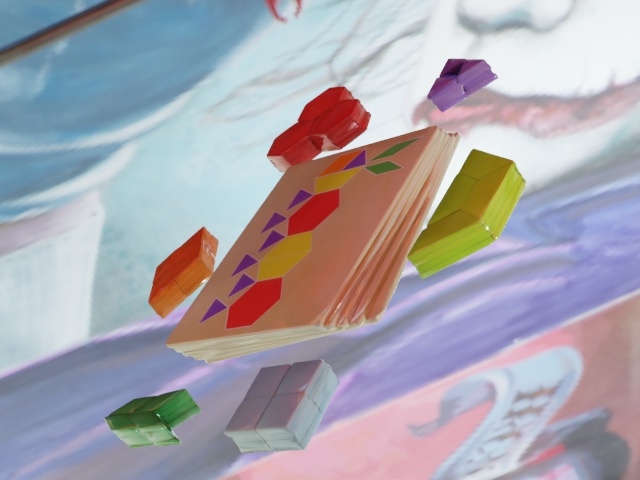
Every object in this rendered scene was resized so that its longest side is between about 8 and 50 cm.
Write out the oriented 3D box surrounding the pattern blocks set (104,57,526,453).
[{"bbox_3d":[0.000,0.000,0.698,0.285,0.325,0.026,-5,-50,50],"label":"pattern blocks set"}]
